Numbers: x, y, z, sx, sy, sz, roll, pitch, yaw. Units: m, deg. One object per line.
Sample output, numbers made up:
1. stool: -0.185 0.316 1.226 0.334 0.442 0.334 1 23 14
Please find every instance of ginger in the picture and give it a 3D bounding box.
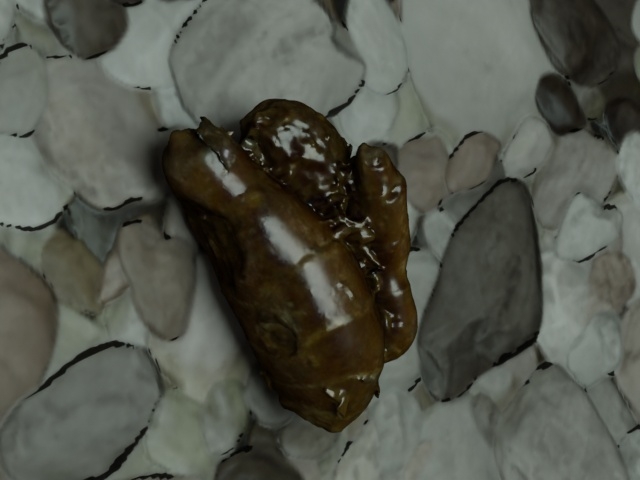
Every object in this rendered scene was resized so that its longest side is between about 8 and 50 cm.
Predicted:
1. ginger: 0.000 0.000 0.811 0.103 0.073 0.162 -41 113 -34
